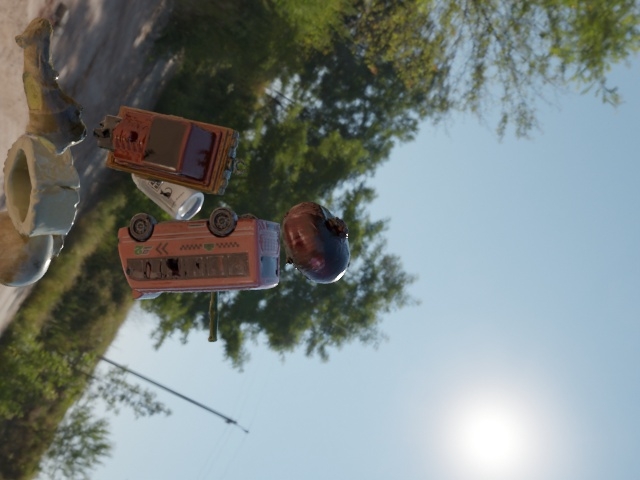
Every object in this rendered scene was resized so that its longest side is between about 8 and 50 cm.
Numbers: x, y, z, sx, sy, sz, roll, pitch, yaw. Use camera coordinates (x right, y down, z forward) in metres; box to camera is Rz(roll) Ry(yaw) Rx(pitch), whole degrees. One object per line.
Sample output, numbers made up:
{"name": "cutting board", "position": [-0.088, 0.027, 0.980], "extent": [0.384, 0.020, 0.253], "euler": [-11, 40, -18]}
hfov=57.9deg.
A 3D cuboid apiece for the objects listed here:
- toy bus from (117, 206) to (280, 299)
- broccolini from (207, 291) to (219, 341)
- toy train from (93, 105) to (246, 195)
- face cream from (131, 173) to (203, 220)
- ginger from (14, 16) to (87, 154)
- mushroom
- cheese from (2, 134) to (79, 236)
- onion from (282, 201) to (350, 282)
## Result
{"name": "toy bus", "position": [-0.331, 0.039, 1.600], "extent": [0.203, 0.427, 0.233], "euler": [11, 76, -73]}
{"name": "broccolini", "position": [-0.351, 0.185, 1.963], "extent": [0.074, 0.079, 0.392], "euler": [-45, 143, -64]}
{"name": "toy train", "position": [-0.349, -0.212, 1.335], "extent": [0.232, 0.369, 0.163], "euler": [16, 89, -72]}
{"name": "face cream", "position": [-0.623, -0.231, 2.189], "extent": [0.145, 0.370, 0.145], "euler": [-49, 166, -16]}
{"name": "ginger", "position": [-0.590, -0.336, 1.269], "extent": [0.086, 0.131, 0.294], "euler": [13, -71, 51]}
{"name": "mushroom", "position": [-1.126, 0.026, 2.182], "extent": [0.297, 0.297, 0.290], "euler": [-56, 169, 11]}
{"name": "cheese", "position": [-0.931, -0.183, 1.937], "extent": [0.292, 0.153, 0.332], "euler": [54, -50, 26]}
{"name": "onion", "position": [0.000, 0.000, 2.052], "extent": [0.232, 0.314, 0.314], "euler": [-25, -151, 17]}
